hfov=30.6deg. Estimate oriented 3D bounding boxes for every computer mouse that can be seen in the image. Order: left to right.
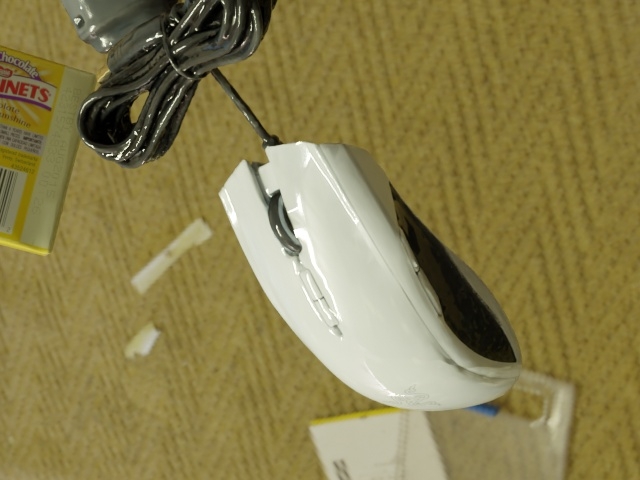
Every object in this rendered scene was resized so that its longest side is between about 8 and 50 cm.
[{"bbox_3d":[0.000,0.000,0.407,0.106,0.042,0.193,-26,112,41],"label":"computer mouse"}]

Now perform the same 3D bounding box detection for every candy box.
[{"bbox_3d":[-0.231,-0.067,0.614,0.027,0.206,0.105,160,124,-68],"label":"candy box"}]

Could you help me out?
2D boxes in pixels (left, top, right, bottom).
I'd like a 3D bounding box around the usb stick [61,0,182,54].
[{"bbox_3d":[-0.168,-0.250,0.704,0.077,0.045,0.278,-25,94,11],"label":"usb stick"}]
